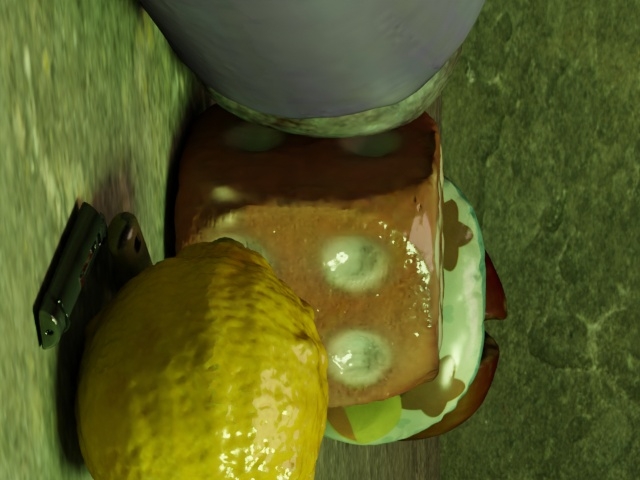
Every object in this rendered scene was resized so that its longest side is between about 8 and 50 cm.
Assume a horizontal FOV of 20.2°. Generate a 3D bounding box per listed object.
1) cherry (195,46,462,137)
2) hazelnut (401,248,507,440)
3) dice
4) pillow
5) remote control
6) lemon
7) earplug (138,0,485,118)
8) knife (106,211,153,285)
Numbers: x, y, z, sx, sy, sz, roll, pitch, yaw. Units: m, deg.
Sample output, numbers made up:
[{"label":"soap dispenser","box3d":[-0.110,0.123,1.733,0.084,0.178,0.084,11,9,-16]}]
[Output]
[{"label":"cherry","box3d":[-0.002,-0.158,1.165,0.195,0.195,0.195,4,90,-81]},{"label":"hazelnut","box3d":[0.057,0.060,1.657,0.217,0.217,0.252,-14,98,-81]},{"label":"dice","box3d":[0.000,0.000,1.244,0.175,0.179,0.174,-73,161,-57]},{"label":"pillow","box3d":[0.032,0.043,1.412,0.086,0.214,0.233,-7,102,-59]},{"label":"remote control","box3d":[-0.131,0.018,0.954,0.091,0.016,0.034,-75,171,-48]},{"label":"lemon","box3d":[-0.065,0.081,1.000,0.142,0.142,0.187,77,16,-62]},{"label":"earplug","box3d":[-0.043,-0.210,0.857,0.456,0.215,0.215,39,55,-75]},{"label":"knife","box3d":[-0.106,0.056,1.132,0.298,0.017,0.047,83,13,-69]}]
